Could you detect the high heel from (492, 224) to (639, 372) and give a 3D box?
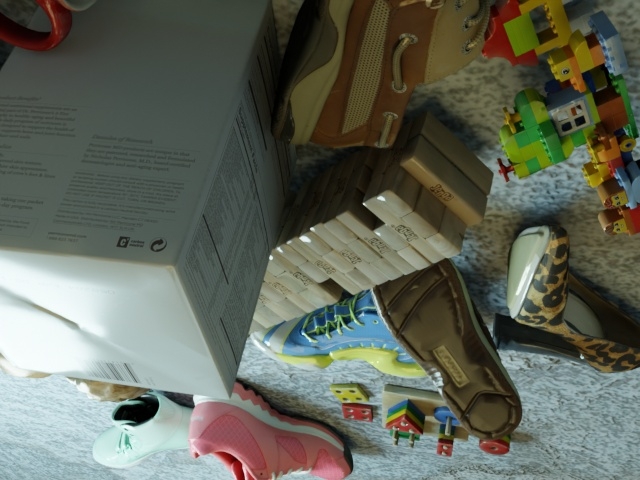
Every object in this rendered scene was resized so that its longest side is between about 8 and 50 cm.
[{"bbox_3d":[0.278,0.058,0.798,0.186,0.093,0.261,6,152,8],"label":"high heel"}]

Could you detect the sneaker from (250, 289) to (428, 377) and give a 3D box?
[{"bbox_3d":[0.037,0.089,0.946,0.240,0.091,0.126,6,133,0],"label":"sneaker"}]

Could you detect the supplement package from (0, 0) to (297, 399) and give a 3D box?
[{"bbox_3d":[-0.149,-0.042,0.656,0.199,0.263,0.198,6,145,11],"label":"supplement package"}]

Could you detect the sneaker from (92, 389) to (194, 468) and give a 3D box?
[{"bbox_3d":[-0.328,0.315,1.374,0.255,0.094,0.151,-20,140,26],"label":"sneaker"}]

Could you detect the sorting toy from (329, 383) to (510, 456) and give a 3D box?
[{"bbox_3d":[0.146,0.270,1.182,0.274,0.046,0.132,8,145,10],"label":"sorting toy"}]

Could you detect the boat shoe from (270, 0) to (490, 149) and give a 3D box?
[{"bbox_3d":[0.055,-0.168,0.548,0.119,0.123,0.324,15,154,-9],"label":"boat shoe"}]

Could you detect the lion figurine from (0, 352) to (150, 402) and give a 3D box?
[{"bbox_3d":[-0.277,0.087,0.900,0.142,0.240,0.392,31,144,-31],"label":"lion figurine"}]

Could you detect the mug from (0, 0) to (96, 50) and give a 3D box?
[{"bbox_3d":[-0.242,-0.219,0.558,0.169,0.113,0.150,16,102,5],"label":"mug"}]

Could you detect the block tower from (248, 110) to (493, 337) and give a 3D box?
[{"bbox_3d":[0.000,0.000,0.774,0.097,0.091,0.335,39,139,-22],"label":"block tower"}]

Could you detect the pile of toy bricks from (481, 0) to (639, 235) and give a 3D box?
[{"bbox_3d":[0.179,-0.080,0.598,0.105,0.118,0.212,-23,133,16],"label":"pile of toy bricks"}]

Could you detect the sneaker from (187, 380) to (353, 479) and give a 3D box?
[{"bbox_3d":[-0.087,0.345,1.293,0.313,0.136,0.116,32,143,-24],"label":"sneaker"}]

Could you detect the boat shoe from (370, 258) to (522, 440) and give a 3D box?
[{"bbox_3d":[0.127,0.088,0.858,0.095,0.095,0.258,-25,98,15],"label":"boat shoe"}]
